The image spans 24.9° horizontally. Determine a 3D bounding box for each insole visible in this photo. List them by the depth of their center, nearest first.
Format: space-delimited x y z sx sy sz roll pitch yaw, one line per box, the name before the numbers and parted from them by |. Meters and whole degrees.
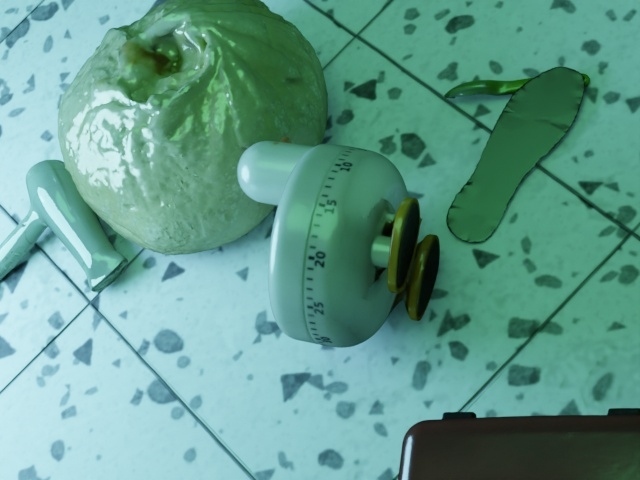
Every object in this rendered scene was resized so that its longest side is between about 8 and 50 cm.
insole | 0.232 -0.106 1.735 0.086 0.005 0.253 30 80 26

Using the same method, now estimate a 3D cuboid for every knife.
knife | 0.239 -0.190 1.780 0.184 0.026 0.022 -4 75 19

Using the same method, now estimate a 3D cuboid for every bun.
bun | -0.177 -0.166 1.837 0.352 0.227 0.349 4 66 29

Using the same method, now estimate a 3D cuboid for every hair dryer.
hair dryer | -0.386 0.031 1.934 0.237 0.075 0.206 -40 59 9

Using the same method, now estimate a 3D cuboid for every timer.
timer | 0.000 0.000 1.648 0.240 0.233 0.233 10 66 17

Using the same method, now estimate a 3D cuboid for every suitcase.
suitcase | 0.221 0.291 1.426 0.297 0.161 0.236 -4 62 22
